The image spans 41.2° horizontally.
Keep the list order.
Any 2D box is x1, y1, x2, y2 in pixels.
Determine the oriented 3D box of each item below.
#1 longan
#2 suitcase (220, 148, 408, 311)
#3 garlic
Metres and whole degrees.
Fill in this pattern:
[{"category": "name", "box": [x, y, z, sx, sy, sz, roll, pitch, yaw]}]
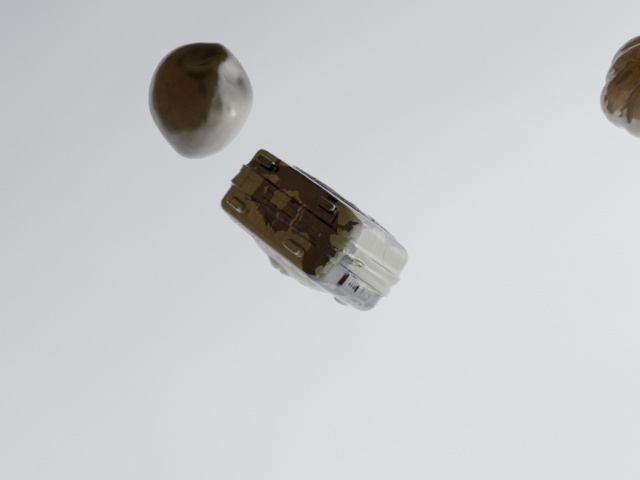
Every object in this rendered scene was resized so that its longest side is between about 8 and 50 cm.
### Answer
[{"category": "longan", "box": [-0.315, -0.365, 2.214, 0.288, 0.288, 0.350, -25, -146, 14]}, {"category": "suitcase", "box": [0.000, 0.000, 1.700, 0.351, 0.339, 0.194, 37, -88, 39]}, {"category": "garlic", "box": [0.586, -0.262, 1.424, 0.227, 0.152, 0.228, -5, -134, 6]}]
